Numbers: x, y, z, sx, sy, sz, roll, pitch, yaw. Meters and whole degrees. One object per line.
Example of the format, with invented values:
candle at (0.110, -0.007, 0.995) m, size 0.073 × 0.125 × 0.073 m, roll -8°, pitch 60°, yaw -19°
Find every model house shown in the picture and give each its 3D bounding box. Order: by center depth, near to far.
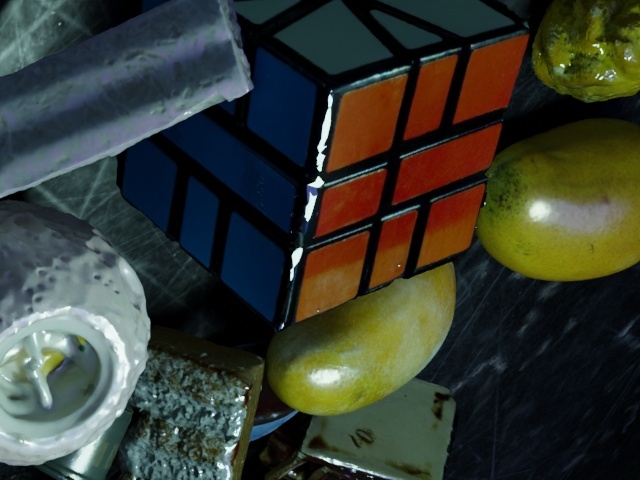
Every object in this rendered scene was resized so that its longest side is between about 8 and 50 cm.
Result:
model house at (0.027, 0.367, 2.297) m, size 0.282 × 0.297 × 0.317 m, roll -54°, pitch -169°, yaw 34°

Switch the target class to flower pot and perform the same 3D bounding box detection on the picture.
flower pot at (-0.290, 0.211, 1.663) m, size 0.107 × 0.157 × 0.157 m, roll -57°, pitch 153°, yaw -2°

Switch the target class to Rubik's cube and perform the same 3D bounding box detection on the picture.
Rubik's cube at (-0.005, -0.127, 1.413) m, size 0.293 × 0.288 × 0.284 m, roll -17°, pitch 132°, yaw -39°

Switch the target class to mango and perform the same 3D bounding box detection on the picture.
mango at (0.055, 0.107, 1.885) m, size 0.221 × 0.199 × 0.384 m, roll -32°, pitch -174°, yaw 36°
mango at (0.375, -0.060, 2.153) m, size 0.378 × 0.221 × 0.264 m, roll -1°, pitch 134°, yaw -41°

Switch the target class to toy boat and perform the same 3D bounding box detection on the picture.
toy boat at (-0.113, 0.210, 1.943) m, size 0.309 × 0.129 × 0.142 m, roll -16°, pitch 170°, yaw -44°

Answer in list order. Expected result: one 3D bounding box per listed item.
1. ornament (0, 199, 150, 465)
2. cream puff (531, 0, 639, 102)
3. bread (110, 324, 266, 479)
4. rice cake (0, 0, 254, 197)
ornament at (-0.295, 0.084, 1.379) m, size 0.259 × 0.225 × 0.259 m, roll -15°, pitch 121°, yaw -26°
cream puff at (0.406, -0.277, 1.907) m, size 0.244 × 0.244 × 0.196 m, roll 11°, pitch 89°, yaw -58°
bread at (-0.187, 0.326, 1.785) m, size 0.113 × 0.165 × 0.417 m, roll -34°, pitch 138°, yaw -72°
rice cake at (-0.199, -0.123, 1.246) m, size 0.297 × 0.106 × 0.050 m, roll -21°, pitch -174°, yaw 11°
